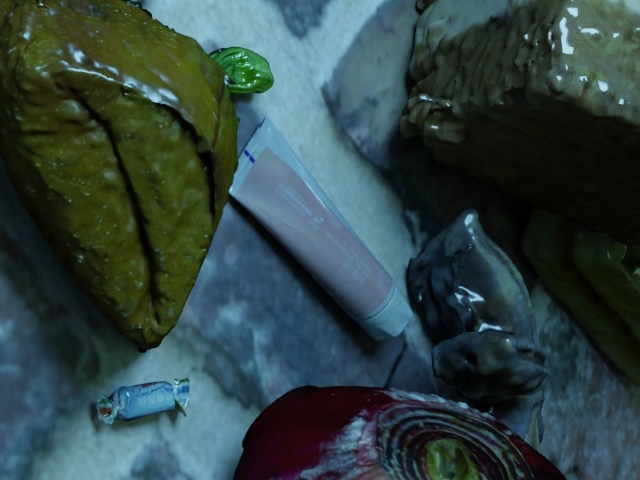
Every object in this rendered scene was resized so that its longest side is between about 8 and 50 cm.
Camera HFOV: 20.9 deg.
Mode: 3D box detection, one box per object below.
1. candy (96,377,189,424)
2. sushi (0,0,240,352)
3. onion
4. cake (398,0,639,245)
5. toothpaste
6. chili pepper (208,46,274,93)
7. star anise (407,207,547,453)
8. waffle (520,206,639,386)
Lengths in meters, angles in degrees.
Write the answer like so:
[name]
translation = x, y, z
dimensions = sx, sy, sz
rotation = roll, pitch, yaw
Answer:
[candy]
translation = -0.115, 0.108, 1.144
dimensions = 0.083, 0.020, 0.030
rotation = -10, 97, -49
[sushi]
translation = -0.115, -0.057, 1.060
dimensions = 0.149, 0.140, 0.287
rotation = -31, 120, -4
[onion]
translation = 0.053, 0.198, 1.206
dimensions = 0.207, 0.206, 0.216
rotation = -26, 143, -46
[cake]
translation = 0.237, -0.169, 1.314
dimensions = 0.282, 0.256, 0.290
rotation = 24, 74, -21
[toothpaste]
translation = 0.000, 0.000, 1.268
dimensions = 0.194, 0.043, 0.067
rotation = 50, 57, -31
[chili pepper]
translation = -0.066, -0.113, 1.192
dimensions = 0.091, 0.030, 0.034
rotation = -18, 130, -46
[star anise]
translation = 0.125, 0.108, 1.361
dimensions = 0.198, 0.111, 0.257
rotation = -78, 162, -51
[waffle]
translation = 0.330, -0.074, 1.595
dimensions = 0.261, 0.114, 0.376
rotation = 48, 57, -40
